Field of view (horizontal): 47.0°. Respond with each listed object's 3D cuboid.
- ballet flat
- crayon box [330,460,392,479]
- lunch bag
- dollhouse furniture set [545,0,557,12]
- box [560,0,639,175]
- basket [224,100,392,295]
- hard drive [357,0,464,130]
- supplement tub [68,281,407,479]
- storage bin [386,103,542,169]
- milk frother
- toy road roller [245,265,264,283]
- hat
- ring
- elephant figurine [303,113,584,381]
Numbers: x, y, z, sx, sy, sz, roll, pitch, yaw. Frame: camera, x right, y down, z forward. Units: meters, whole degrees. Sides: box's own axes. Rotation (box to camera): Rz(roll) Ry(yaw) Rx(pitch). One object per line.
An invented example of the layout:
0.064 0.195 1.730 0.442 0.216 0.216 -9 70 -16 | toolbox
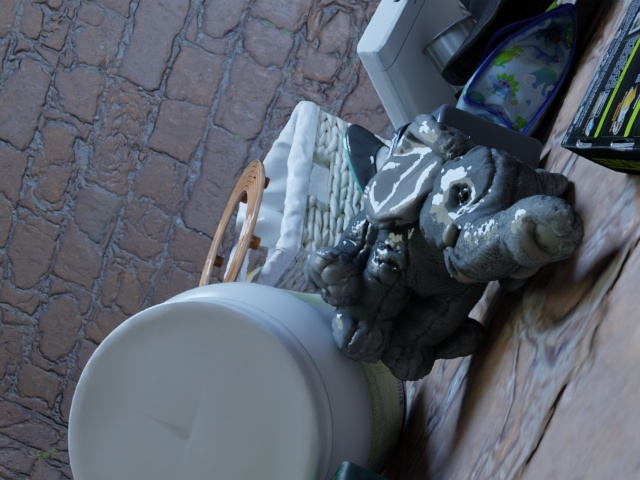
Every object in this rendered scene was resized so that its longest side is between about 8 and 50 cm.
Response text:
0.118 -0.056 1.123 0.096 0.280 0.095 -19 -6 33 | ballet flat
-0.026 0.328 0.478 0.202 0.081 0.318 -62 -6 -60 | crayon box
0.211 -0.169 0.790 0.151 0.096 0.129 -51 -7 -7 | lunch bag
0.315 -0.329 1.136 0.076 0.058 0.152 99 -165 -77 | dollhouse furniture set
0.186 -0.120 0.330 0.184 0.045 0.191 -62 -3 -81 | box
0.000 0.000 1.329 0.331 0.266 0.328 -49 28 48 | basket
0.178 -0.238 1.130 0.353 0.047 0.233 55 -128 -46 | hard drive
-0.055 0.160 0.686 0.235 0.235 0.325 -66 -17 0 | supplement tub
0.144 -0.080 0.710 0.091 0.135 0.098 139 149 -69 | storage bin
0.227 -0.238 1.043 0.129 0.135 0.143 -32 -2 -6 | milk frother
-0.001 0.174 1.620 0.329 0.202 0.240 -3 -81 -40 | toy road roller
0.216 -0.337 0.814 0.331 0.134 0.331 -46 -8 -8 | hat
-0.157 0.020 1.295 0.336 0.032 0.336 -160 90 -74 | ring
0.108 -0.011 0.545 0.169 0.186 0.239 -6 -33 -35 | elephant figurine
